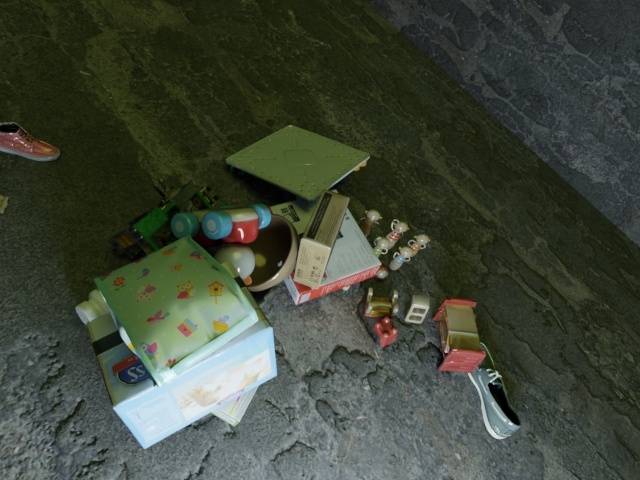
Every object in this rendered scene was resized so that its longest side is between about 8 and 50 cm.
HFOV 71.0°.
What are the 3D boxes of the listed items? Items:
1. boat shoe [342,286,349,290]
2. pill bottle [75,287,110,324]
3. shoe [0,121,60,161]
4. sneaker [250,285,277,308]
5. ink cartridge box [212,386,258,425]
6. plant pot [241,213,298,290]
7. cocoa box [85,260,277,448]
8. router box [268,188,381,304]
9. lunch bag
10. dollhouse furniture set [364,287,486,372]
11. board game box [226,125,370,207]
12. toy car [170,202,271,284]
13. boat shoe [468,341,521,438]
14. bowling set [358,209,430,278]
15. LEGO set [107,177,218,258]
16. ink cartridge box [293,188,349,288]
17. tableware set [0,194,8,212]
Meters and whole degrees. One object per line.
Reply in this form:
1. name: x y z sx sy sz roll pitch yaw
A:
1. boat shoe: 0.043 0.108 1.521 0.153 0.048 0.056 41 58 16
2. pill bottle: -0.536 0.152 1.165 0.094 0.094 0.169 43 49 9
3. shoe: -0.882 -0.296 1.342 0.177 0.081 0.064 11 52 -18
4. sneaker: -0.230 0.172 1.304 0.130 0.087 0.227 47 55 4
5. ink cartridge box: -0.275 0.370 1.149 0.209 0.062 0.109 31 49 -1
6. plant pot: -0.149 0.050 1.329 0.110 0.237 0.237 43 32 -48
7. cocoa box: -0.303 0.256 1.034 0.347 0.231 0.228 -24 51 -22
8. router box: -0.011 0.009 1.493 0.301 0.082 0.335 -18 62 -22
9. lunch bag: -0.275 0.139 0.878 0.223 0.160 0.262 -31 49 -28
10. dollhouse furniture set: 0.326 0.296 1.470 0.373 0.152 0.201 6 52 0
11. board game box: -0.078 -0.288 1.661 0.390 0.050 0.390 26 45 24
12. toy car: -0.259 0.028 1.234 0.219 0.210 0.238 -20 107 -62
13. boat shoe: 0.566 0.467 1.460 0.116 0.099 0.320 9 52 -19
14. bowling set: 0.260 0.032 1.602 0.286 0.154 0.200 16 50 -14
15. LEGO set: -0.445 -0.014 1.319 0.255 0.192 0.331 48 46 -27
16. ink cartridge box: 0.000 0.000 1.306 0.088 0.235 0.193 19 54 3
17. tableware set: -0.948 -0.096 1.202 0.168 0.020 0.141 22 49 -9
